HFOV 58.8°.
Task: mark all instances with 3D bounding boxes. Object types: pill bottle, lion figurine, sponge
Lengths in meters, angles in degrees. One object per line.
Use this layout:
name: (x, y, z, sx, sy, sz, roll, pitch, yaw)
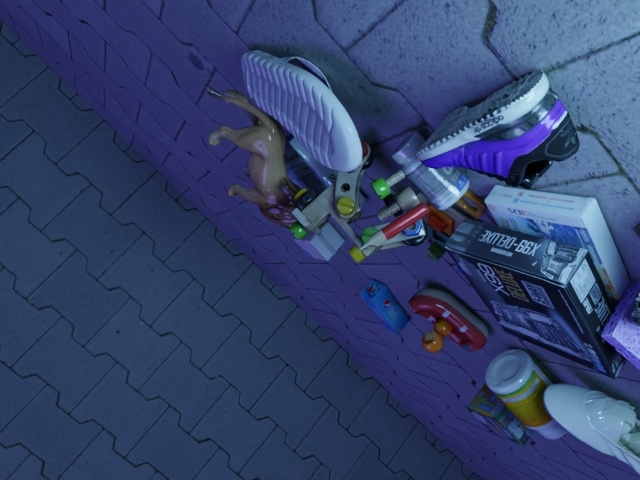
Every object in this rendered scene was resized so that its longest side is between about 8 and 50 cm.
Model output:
pill bottle: (0.562, 0.416, 1.513, 0.246, 0.136, 0.136, 47, 163, -18)
lion figurine: (-0.123, -0.177, 1.331, 0.240, 0.142, 0.392, 23, 152, 31)
pill bottle: (0.197, -0.128, 1.028, 0.137, 0.078, 0.078, 44, 164, -10)
sponge: (0.560, 0.175, 0.909, 0.210, 0.117, 0.031, 42, 162, -1)

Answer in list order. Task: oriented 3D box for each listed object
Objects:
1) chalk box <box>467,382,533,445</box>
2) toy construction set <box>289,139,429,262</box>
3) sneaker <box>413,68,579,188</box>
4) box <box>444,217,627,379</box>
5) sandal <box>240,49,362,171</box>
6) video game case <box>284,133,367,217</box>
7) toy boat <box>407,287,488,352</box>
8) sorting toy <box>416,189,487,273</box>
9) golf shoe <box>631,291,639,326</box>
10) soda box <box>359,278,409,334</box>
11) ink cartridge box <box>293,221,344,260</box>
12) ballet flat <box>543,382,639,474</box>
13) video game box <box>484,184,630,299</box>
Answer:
chalk box: (0.596, 0.539, 1.781, 0.132, 0.132, 0.213, 46, 163, -14)
toy construction set: (0.066, -0.037, 1.126, 0.257, 0.237, 0.309, 56, -178, -12)
sneaker: (0.256, -0.130, 0.840, 0.146, 0.102, 0.293, 44, 164, -12)
box: (0.393, 0.101, 1.019, 0.242, 0.077, 0.307, 22, 160, 51)
sandal: (-0.030, -0.288, 1.120, 0.416, 0.102, 0.169, 46, 155, 37)
video game case: (-0.028, -0.164, 1.490, 0.244, 0.061, 0.269, 46, 164, -16)
toy boat: (0.332, 0.241, 1.559, 0.231, 0.151, 0.151, 40, 164, 3)
sorting toy: (0.282, -0.005, 1.212, 0.196, 0.047, 0.348, 34, 162, 26)
golf shoe: (0.506, 0.061, 0.770, 0.120, 0.105, 0.273, 24, 158, 29)
soda box: (0.221, 0.228, 1.934, 0.067, 0.071, 0.210, 23, 156, 49)
ink cartridge box: (0.000, 0.000, 1.811, 0.092, 0.090, 0.143, 48, 162, -23)
ballet flat: (0.712, 0.444, 1.303, 0.400, 0.139, 0.139, 36, 164, 4)
video game box: (0.397, 0.000, 0.958, 0.205, 0.048, 0.187, 50, 165, -31)
